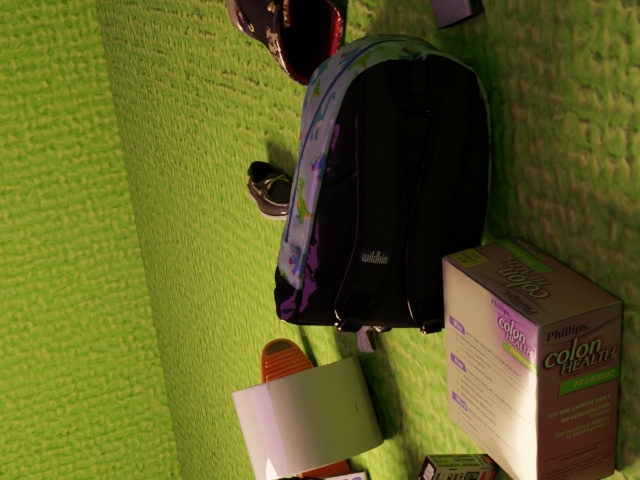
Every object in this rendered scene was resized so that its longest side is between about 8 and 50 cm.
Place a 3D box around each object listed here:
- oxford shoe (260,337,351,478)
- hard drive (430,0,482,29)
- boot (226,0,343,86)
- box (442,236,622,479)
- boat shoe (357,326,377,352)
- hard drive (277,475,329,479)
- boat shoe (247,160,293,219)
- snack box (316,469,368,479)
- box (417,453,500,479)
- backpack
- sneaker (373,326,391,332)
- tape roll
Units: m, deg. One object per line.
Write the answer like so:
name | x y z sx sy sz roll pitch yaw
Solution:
oxford shoe | -0.044 0.381 2.331 0.133 0.129 0.364 126 127 -72
hard drive | 0.162 -0.344 1.447 0.094 0.022 0.135 175 81 -70
boot | -0.077 -0.451 1.835 0.284 0.138 0.377 -126 25 -47
box | 0.255 0.151 1.399 0.213 0.117 0.243 -140 39 -58
boat shoe | 0.081 0.148 1.982 0.035 0.035 0.100 0 100 41
hard drive | 0.077 0.535 1.946 0.338 0.064 0.237 2 107 34
boat shoe | -0.092 -0.098 2.191 0.228 0.081 0.069 -143 39 -63
snack box | 0.010 0.493 2.215 0.022 0.178 0.064 -15 -88 -74
box | 0.180 0.411 1.688 0.036 0.114 0.207 49 128 54
backpack | 0.086 -0.088 1.479 0.273 0.290 0.356 -109 22 -57
sneaker | 0.067 0.104 1.929 0.178 0.072 0.077 -137 37 -58
tape roll | -0.023 0.321 2.059 0.246 0.246 0.169 149 107 -69
